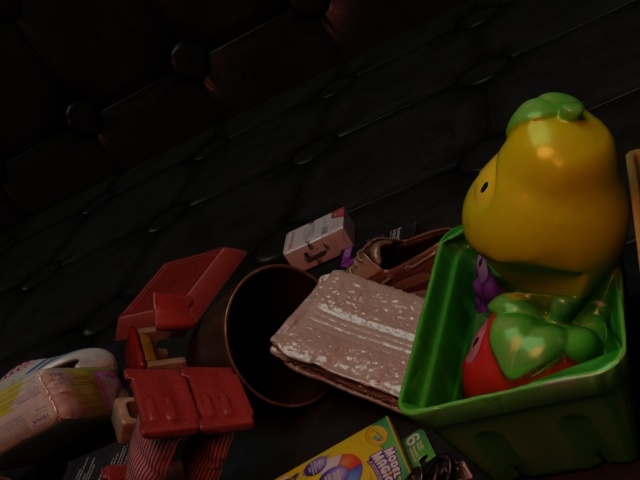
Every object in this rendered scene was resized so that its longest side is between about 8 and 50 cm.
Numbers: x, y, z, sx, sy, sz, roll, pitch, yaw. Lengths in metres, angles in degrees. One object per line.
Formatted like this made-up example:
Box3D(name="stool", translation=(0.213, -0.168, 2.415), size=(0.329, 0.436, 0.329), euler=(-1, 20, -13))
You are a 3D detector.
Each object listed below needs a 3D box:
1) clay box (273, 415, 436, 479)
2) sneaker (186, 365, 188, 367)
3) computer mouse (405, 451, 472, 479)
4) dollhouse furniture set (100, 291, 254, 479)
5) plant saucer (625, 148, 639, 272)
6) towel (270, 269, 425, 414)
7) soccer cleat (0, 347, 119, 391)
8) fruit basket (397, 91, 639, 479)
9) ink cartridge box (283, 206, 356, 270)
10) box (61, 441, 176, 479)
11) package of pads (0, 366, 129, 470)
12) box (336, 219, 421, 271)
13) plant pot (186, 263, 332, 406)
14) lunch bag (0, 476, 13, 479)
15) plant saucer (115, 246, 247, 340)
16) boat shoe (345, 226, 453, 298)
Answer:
Box3D(name="clay box", translation=(0.037, 0.304, 1.015), size=(0.222, 0.053, 0.127), euler=(-31, 23, 3))
Box3D(name="sneaker", translation=(-0.234, 0.260, 1.431), size=(0.085, 0.058, 0.152), euler=(-20, 21, 13))
Box3D(name="computer mouse", translation=(0.090, 0.349, 0.807), size=(0.188, 0.072, 0.272), euler=(-49, 9, 22))
Box3D(name="dollhouse furniture set", translation=(-0.238, 0.212, 1.190), size=(0.152, 0.201, 0.374), euler=(3, 31, -27))
Box3D(name="plant saucer", translation=(0.467, 0.041, 0.816), size=(0.333, 0.081, 0.333), euler=(12, 33, 10))
Box3D(name="towel", translation=(0.082, 0.139, 1.176), size=(0.282, 0.049, 0.187), euler=(16, 47, 29))
Box3D(name="soccer cleat", translation=(-0.565, 0.292, 1.669), size=(0.331, 0.116, 0.143), euler=(-22, -4, 20))
Box3D(name="fruit basket", translation=(0.229, 0.030, 0.933), size=(0.283, 0.392, 0.392), euler=(-19, 26, 28))
Box3D(name="ink cartridge box", translation=(0.000, 0.000, 1.672), size=(0.135, 0.056, 0.099), euler=(-24, 23, 16))
Box3D(name="box", translation=(-0.311, 0.385, 1.232), size=(0.158, 0.093, 0.156), euler=(-24, 23, 15))
Box3D(name="package of pads", translation=(-0.477, 0.307, 1.426), size=(0.229, 0.101, 0.296), euler=(-29, -12, 6))
Box3D(name="box", translation=(0.107, 0.028, 1.519), size=(0.162, 0.029, 0.116), euler=(-22, 25, 19))
Box3D(name="plant pot", translation=(-0.114, 0.169, 1.323), size=(0.230, 0.215, 0.215), euler=(-24, 20, 51))
Box3D(name="lunch bag", translation=(-0.430, 0.487, 1.060), size=(0.235, 0.169, 0.287), euler=(-30, 57, 14))
Box3D(name="plant saucer", translation=(-0.324, 0.110, 1.869), size=(0.258, 0.047, 0.259), euler=(-14, 29, 35))
Box3D(name="boat shoe", translation=(0.107, 0.048, 1.362), size=(0.324, 0.116, 0.123), euler=(-17, 27, 30))
